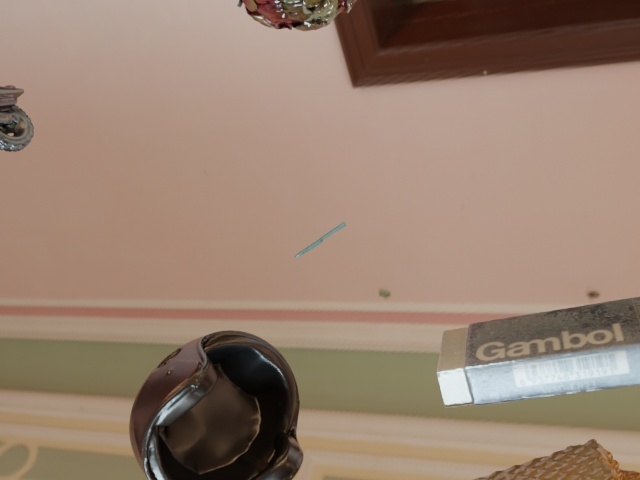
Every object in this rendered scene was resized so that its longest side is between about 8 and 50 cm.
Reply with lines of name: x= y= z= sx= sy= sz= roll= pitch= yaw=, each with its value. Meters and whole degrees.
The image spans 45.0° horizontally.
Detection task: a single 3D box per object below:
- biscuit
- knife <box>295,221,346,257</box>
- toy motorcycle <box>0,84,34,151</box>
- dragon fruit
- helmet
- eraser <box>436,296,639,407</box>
biscuit: x=0.116 y=0.279 z=0.730 sx=0.378 sy=0.054 sz=0.094 roll=-24 pitch=-176 yaw=17
knife: x=0.000 y=0.000 z=1.139 sx=0.091 sy=0.014 sz=0.005 roll=-33 pitch=-111 yaw=-1
toy motorcycle: x=-0.444 y=-0.163 z=0.902 sx=0.082 sy=0.122 sz=0.213 roll=-19 pitch=169 yaw=40
dragon fruit: x=-0.049 y=-0.565 z=1.464 sx=0.329 sy=0.329 sz=0.329 roll=-12 pitch=-141 yaw=10
helmet: x=-0.123 y=0.211 z=0.912 sx=0.193 sy=0.189 sz=0.216 roll=-21 pitch=-154 yaw=53
eraser: x=0.220 y=0.106 z=0.735 sx=0.212 sy=0.046 sz=0.092 roll=-12 pitch=-161 yaw=17
